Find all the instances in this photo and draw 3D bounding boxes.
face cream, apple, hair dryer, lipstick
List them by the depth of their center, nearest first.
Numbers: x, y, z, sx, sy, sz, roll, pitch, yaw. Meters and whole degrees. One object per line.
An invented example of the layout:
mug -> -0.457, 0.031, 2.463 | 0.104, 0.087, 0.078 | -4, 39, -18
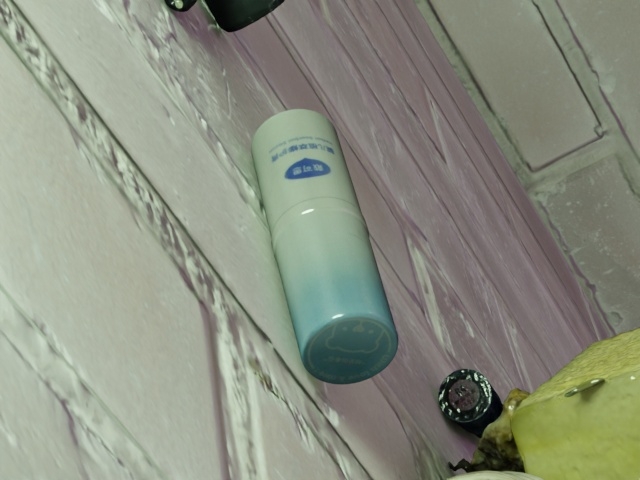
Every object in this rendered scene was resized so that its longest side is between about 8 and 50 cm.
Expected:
face cream -> 0.000, 0.000, 1.460 | 0.077, 0.077, 0.250 | 53, 14, -41
apple -> 0.302, 0.237, 1.570 | 0.309, 0.252, 0.314 | 66, -14, -3
hair dryer -> -0.096, -0.227, 1.598 | 0.124, 0.071, 0.219 | 60, 18, -15
lipstick -> 0.171, 0.188, 1.910 | 0.234, 0.053, 0.053 | 51, 16, -65

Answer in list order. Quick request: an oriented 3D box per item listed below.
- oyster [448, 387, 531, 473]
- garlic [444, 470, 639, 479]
oyster -> 0.226, 0.266, 1.740 | 0.337, 0.133, 0.198 | 59, 8, -33
garlic -> 0.200, 0.246, 1.437 | 0.199, 0.226, 0.199 | 57, 8, -12
